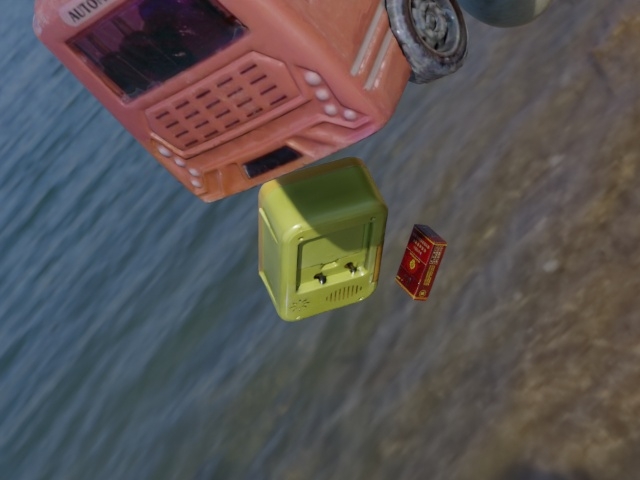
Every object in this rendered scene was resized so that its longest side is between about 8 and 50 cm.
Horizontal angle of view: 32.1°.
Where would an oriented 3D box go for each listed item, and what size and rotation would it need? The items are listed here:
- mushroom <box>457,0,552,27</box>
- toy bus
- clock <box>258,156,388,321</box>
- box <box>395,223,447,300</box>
[{"bbox_3d":[0.243,-0.386,1.335,0.243,0.243,0.243,-39,23,20],"label":"mushroom"},{"bbox_3d":[-0.013,-0.250,0.792,0.203,0.233,0.427,-19,40,43],"label":"toy bus"},{"bbox_3d":[0.000,0.000,1.352,0.143,0.202,0.096,-18,55,-16],"label":"clock"},{"bbox_3d":[0.125,0.027,1.381,0.051,0.023,0.082,49,126,53],"label":"box"}]
